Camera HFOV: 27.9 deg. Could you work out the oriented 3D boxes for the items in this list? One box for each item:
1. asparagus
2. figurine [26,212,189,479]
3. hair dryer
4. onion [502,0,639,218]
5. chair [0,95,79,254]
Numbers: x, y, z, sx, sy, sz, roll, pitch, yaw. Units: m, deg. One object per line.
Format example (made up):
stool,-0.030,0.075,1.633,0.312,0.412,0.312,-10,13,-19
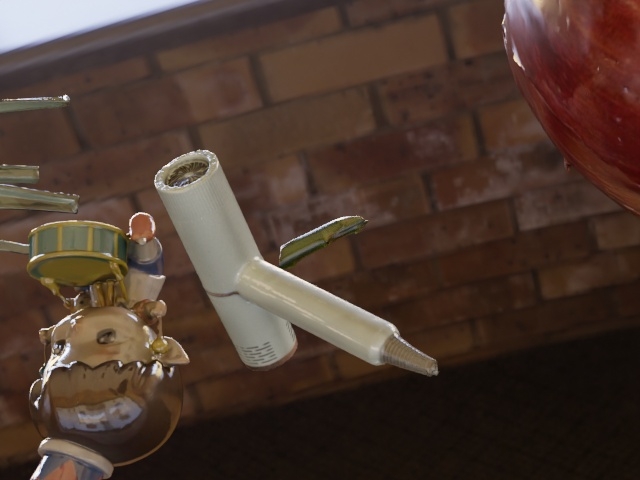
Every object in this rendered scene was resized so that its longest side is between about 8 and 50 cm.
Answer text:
asparagus,0.000,0.000,1.317,0.108,0.025,0.021,-27,60,-17
figurine,-0.211,0.115,1.225,0.161,0.158,0.275,-18,67,27
hair dryer,-0.005,0.029,0.761,0.183,0.154,0.044,14,51,41
onion,0.224,-0.127,0.641,0.276,0.276,0.276,-12,32,7
chair,-0.443,-0.056,1.546,0.275,0.203,0.190,-1,61,-24
